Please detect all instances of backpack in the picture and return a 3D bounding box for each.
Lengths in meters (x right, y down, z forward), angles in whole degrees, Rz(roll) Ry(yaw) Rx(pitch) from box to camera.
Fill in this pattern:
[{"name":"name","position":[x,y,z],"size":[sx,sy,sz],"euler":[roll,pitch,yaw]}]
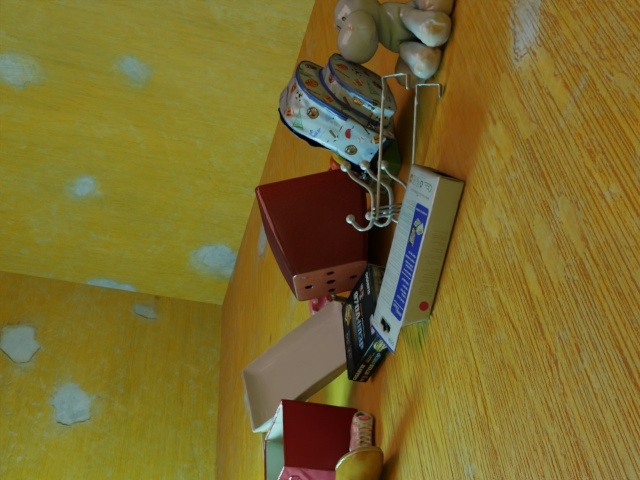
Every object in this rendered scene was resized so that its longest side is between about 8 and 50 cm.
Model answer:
[{"name":"backpack","position":[0.039,-0.309,1.903],"size":[0.276,0.263,0.213],"euler":[-105,36,-58]}]

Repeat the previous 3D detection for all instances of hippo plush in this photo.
[{"name":"hippo plush","position":[0.156,-0.510,1.854],"size":[0.234,0.237,0.294],"euler":[125,152,-60]}]

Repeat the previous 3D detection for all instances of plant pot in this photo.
[{"name":"plant pot","position":[0.000,0.000,2.014],"size":[0.267,0.267,0.235],"euler":[84,174,-65]}]

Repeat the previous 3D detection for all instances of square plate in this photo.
[{"name":"square plate","position":[-0.048,0.325,2.129],"size":[0.347,0.049,0.344],"euler":[-37,19,2]}]

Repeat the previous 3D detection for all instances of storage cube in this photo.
[{"name":"storage cube","position":[-0.020,0.513,1.915],"size":[0.215,0.193,0.183],"euler":[-97,22,-49]}]

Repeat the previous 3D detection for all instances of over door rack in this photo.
[{"name":"over door rack","position":[0.144,-0.191,1.716],"size":[0.239,0.108,0.324],"euler":[-14,-61,-64]}]

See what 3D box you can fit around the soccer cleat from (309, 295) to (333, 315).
[{"name":"soccer cleat","position":[0.011,0.105,2.344],"size":[0.095,0.083,0.248],"euler":[-152,70,-81]}]

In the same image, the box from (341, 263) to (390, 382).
[{"name":"box","position":[0.110,0.193,1.900],"size":[0.220,0.051,0.175],"euler":[-94,23,-44]}]

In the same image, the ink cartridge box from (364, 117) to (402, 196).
[{"name":"ink cartridge box","position":[0.147,-0.221,2.049],"size":[0.209,0.062,0.109],"euler":[-94,19,-46]}]

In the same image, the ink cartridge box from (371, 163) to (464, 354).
[{"name":"ink cartridge box","position":[0.193,0.036,1.667],"size":[0.176,0.069,0.370],"euler":[-130,54,-72]}]

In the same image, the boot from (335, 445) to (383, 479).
[{"name":"boot","position":[0.084,0.579,1.673],"size":[0.295,0.104,0.211],"euler":[106,161,-44]}]

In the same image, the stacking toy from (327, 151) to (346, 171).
[{"name":"stacking toy","position":[0.087,-0.259,2.237],"size":[0.330,0.141,0.141],"euler":[104,168,-45]}]

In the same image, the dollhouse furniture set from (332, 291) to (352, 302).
[{"name":"dollhouse furniture set","position":[0.056,0.142,2.114],"size":[0.114,0.081,0.091],"euler":[-103,27,-59]}]

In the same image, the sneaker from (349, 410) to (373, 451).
[{"name":"sneaker","position":[0.093,0.433,1.808],"size":[0.134,0.051,0.070],"euler":[-100,18,-65]}]

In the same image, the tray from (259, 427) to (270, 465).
[{"name":"tray","position":[-0.085,0.668,2.191],"size":[0.203,0.076,0.410],"euler":[118,147,-51]}]
